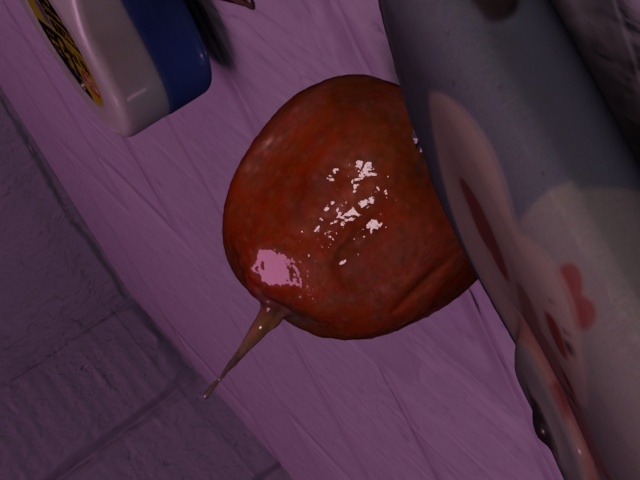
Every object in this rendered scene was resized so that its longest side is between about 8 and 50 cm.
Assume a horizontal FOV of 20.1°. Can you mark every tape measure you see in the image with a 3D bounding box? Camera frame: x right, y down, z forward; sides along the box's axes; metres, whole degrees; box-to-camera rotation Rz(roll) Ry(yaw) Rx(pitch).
[{"bbox_3d":[-0.144,-0.167,1.327,0.351,0.098,0.215,43,163,57],"label":"tape measure"}]

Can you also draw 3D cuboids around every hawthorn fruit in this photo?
[{"bbox_3d":[0.015,-0.008,0.975,0.149,0.189,0.149,23,138,22],"label":"hawthorn fruit"}]

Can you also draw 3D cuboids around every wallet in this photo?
[{"bbox_3d":[0.127,0.052,0.754,0.252,0.083,0.360,70,177,-65],"label":"wallet"}]

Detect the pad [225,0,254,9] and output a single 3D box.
[{"bbox_3d":[-0.152,-0.273,1.329,0.220,0.004,0.330,59,169,-20],"label":"pad"}]
